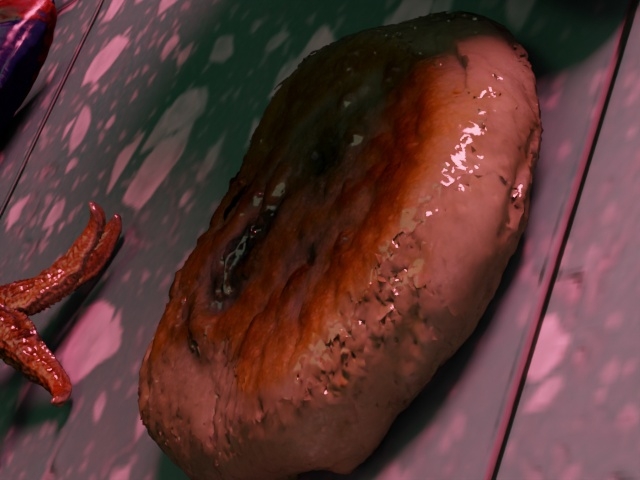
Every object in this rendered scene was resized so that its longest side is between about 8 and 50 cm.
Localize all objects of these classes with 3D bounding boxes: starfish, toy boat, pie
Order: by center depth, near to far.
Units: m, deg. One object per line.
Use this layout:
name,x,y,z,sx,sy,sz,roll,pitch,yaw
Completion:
pie,0.000,0.000,0.546,0.187,0.041,0.187,-41,31,31
starfish,-0.147,0.048,0.744,0.130,0.041,0.133,-22,41,51
toy boat,-0.239,-0.127,1.080,0.219,0.072,0.318,-44,25,17
